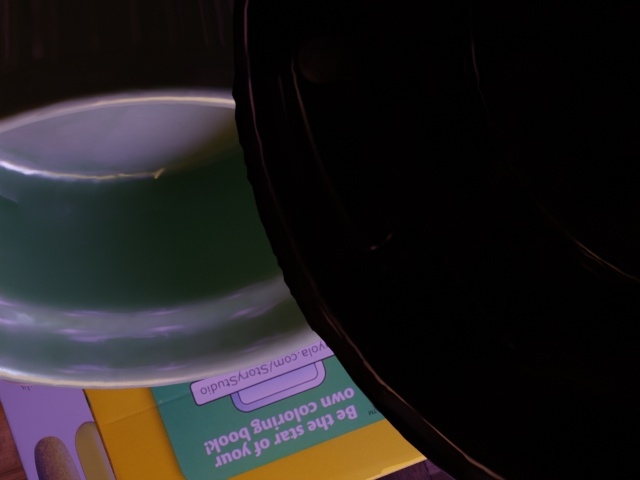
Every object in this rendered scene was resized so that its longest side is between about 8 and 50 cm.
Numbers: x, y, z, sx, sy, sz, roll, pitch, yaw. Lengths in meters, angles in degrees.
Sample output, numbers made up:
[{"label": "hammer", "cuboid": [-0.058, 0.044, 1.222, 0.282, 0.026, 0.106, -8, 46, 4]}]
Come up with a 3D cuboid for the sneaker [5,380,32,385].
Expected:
[{"label": "sneaker", "cuboid": [-0.203, 0.066, 1.798, 0.212, 0.080, 0.094, -28, 177, 18]}]

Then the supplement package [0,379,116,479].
[{"label": "supplement package", "cuboid": [-0.217, 0.203, 1.917, 0.139, 0.244, 0.134, -21, 166, -6]}]

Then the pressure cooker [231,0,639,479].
[{"label": "pressure cooker", "cuboid": [0.189, -0.056, 0.773, 0.370, 0.375, 0.420, -30, 170, 15]}]

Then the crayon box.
[{"label": "crayon box", "cuboid": [0.000, 0.000, 1.317, 0.363, 0.313, 0.106, -20, -171, -6]}]

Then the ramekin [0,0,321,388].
[{"label": "ramekin", "cuboid": [-0.106, -0.051, 1.094, 0.303, 0.148, 0.303, -6, 149, -4]}]
